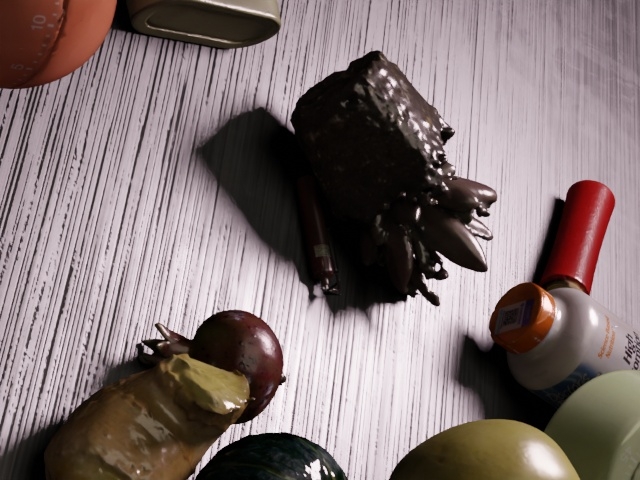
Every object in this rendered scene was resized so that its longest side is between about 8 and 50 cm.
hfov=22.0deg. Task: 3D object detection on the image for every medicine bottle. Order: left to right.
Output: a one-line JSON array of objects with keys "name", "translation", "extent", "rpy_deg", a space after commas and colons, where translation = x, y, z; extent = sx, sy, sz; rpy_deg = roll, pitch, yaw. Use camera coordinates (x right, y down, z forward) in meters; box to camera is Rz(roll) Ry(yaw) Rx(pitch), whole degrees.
[{"name": "medicine bottle", "translation": [0.367, 0.167, 2.302], "extent": [0.289, 0.157, 0.157], "rpy_deg": [33, 46, -29]}]

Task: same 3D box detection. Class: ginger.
[{"name": "ginger", "translation": [-0.187, 0.206, 1.692], "extent": [0.138, 0.152, 0.267], "rpy_deg": [46, 61, -4]}]

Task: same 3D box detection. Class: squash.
[{"name": "squash", "translation": [-0.053, 0.326, 1.706], "extent": [0.252, 0.165, 0.252], "rpy_deg": [9, 80, -62]}]

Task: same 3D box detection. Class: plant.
[{"name": "plant", "translation": [0.101, -0.076, 2.132], "extent": [0.320, 0.181, 0.194], "rpy_deg": [53, 27, -14]}]

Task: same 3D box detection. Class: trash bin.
[{"name": "trash bin", "translation": [-0.167, -0.384, 2.096], "extent": [0.243, 0.121, 0.247], "rpy_deg": [6, 66, -46]}]

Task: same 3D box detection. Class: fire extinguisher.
[{"name": "fire extinguisher", "translation": [0.000, 0.000, 2.111], "extent": [0.049, 0.035, 0.173], "rpy_deg": [68, 11, -67]}]

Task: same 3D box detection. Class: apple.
[{"name": "apple", "translation": [0.187, 0.340, 1.937], "extent": [0.262, 0.262, 0.262], "rpy_deg": [26, 50, -35]}]

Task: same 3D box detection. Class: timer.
[{"name": "timer", "translation": [-0.338, -0.276, 1.757], "extent": [0.215, 0.229, 0.229], "rpy_deg": [7, 62, -34]}, {"name": "timer", "translation": [0.475, 0.333, 2.115], "extent": [0.291, 0.315, 0.290], "rpy_deg": [-4, 98, -30]}]

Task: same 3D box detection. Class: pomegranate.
[{"name": "pomegranate", "translation": [-0.113, 0.129, 1.838], "extent": [0.159, 0.129, 0.129], "rpy_deg": [42, 42, -8]}]

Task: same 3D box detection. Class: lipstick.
[{"name": "lipstick", "translation": [0.390, 0.007, 2.487], "extent": [0.080, 0.080, 0.241], "rpy_deg": [44, 42, -19]}]
